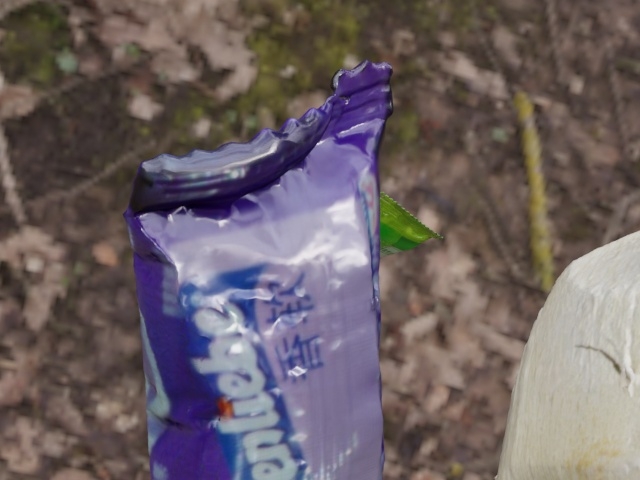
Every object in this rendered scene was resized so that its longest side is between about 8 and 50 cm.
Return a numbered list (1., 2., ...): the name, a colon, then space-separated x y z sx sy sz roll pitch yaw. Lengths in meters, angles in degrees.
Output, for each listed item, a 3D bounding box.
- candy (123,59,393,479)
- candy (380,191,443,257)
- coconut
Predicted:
1. candy: -0.019 0.065 0.733 0.145 0.275 0.070 -18 27 -38
2. candy: 0.000 -0.001 1.366 0.178 0.032 0.102 -18 -30 38
3. coconut: 0.311 0.144 1.209 0.346 0.346 0.360 16 58 3
